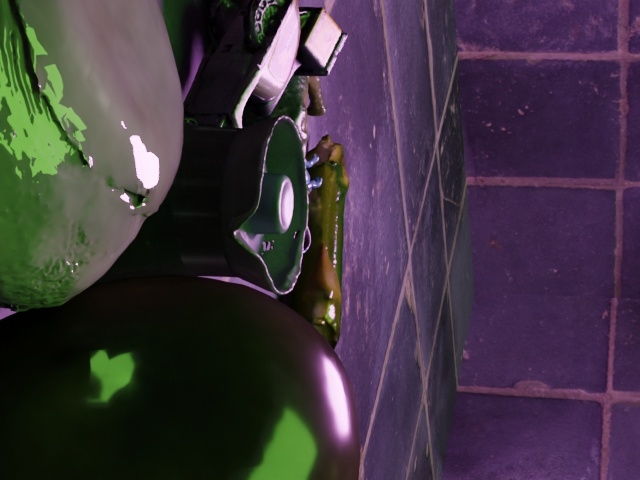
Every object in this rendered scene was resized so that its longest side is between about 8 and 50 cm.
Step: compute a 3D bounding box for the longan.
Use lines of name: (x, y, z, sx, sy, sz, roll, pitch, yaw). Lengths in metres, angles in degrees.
longan: (-0.127, 0.163, 0.868, 0.350, 0.288, 0.288, -13, 107, -40)

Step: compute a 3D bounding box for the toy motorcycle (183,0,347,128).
toy motorcycle: (-0.077, -0.151, 1.392, 0.157, 0.091, 0.263, 43, 64, -44)

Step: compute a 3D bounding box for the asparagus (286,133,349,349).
asparagus: (-0.002, 0.000, 1.829, 0.085, 0.082, 0.343, 49, 43, -65)

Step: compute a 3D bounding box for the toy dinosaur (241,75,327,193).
toy dinosaur: (-0.058, -0.218, 1.556, 0.301, 0.087, 0.447, 79, 12, -45)

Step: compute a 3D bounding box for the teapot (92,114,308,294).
teapot: (-0.126, -0.032, 1.001, 0.203, 0.225, 0.171, -31, 123, -74)

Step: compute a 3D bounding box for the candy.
candy: (-0.202, -0.100, 0.777, 0.295, 0.185, 0.295, -14, 90, -70)

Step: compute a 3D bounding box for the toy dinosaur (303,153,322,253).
toy dinosaur: (-0.032, -0.079, 1.772, 0.080, 0.045, 0.197, -15, 100, -62)
